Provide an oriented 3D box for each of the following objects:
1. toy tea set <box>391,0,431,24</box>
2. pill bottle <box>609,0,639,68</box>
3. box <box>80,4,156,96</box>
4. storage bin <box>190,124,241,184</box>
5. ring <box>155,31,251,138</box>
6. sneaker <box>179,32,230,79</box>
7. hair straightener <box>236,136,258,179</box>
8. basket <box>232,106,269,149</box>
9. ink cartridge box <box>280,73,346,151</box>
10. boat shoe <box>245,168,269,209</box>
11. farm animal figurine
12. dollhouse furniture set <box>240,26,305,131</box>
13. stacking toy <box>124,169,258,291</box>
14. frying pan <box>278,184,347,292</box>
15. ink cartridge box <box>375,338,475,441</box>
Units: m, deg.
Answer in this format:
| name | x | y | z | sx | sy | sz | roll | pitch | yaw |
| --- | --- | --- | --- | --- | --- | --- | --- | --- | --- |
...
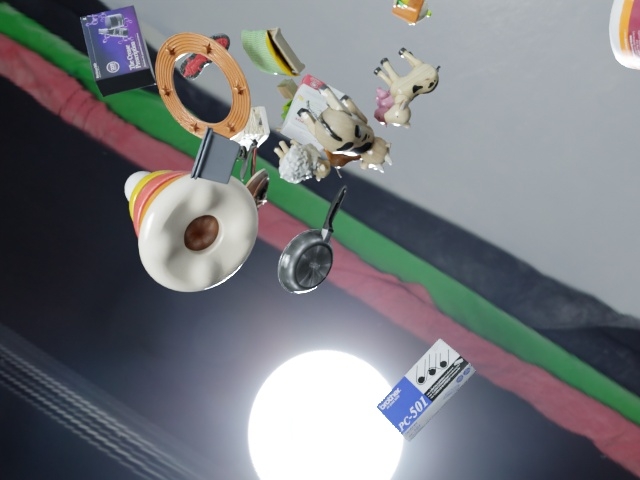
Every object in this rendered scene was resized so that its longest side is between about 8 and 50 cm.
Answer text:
| name | x | y | z | sx | sy | sz | roll | pitch | yaw |
| --- | --- | --- | --- | --- | --- | --- | --- | --- | --- |
| toy tea set | 0.307 | -0.782 | 2.037 | 0.124 | 0.200 | 0.336 | 20 | -169 | 2 |
| pill bottle | 0.779 | -0.413 | 1.247 | 0.224 | 0.224 | 0.392 | 7 | -165 | -37 |
| box | -0.669 | -0.627 | 2.192 | 0.184 | 0.103 | 0.261 | -17 | -109 | -5 |
| storage bin | -0.255 | -0.202 | 1.624 | 0.091 | 0.135 | 0.098 | 19 | -174 | -15 |
| ring | -0.352 | -0.440 | 1.940 | 0.336 | 0.336 | 0.032 | 35 | -135 | 7 |
| sneaker | -0.460 | -0.760 | 2.647 | 0.104 | 0.262 | 0.125 | 44 | -144 | -31 |
| hair straightener | -0.274 | -0.295 | 2.400 | 0.089 | 0.230 | 0.047 | -4 | -118 | -15 |
| basket | -0.268 | -0.403 | 2.390 | 0.103 | 0.167 | 0.113 | -6 | -101 | -31 |
| ink cartridge box | -0.021 | -0.351 | 1.830 | 0.127 | 0.072 | 0.175 | 26 | -117 | -14 |
| boat shoe | -0.233 | -0.099 | 2.187 | 0.095 | 0.335 | 0.112 | 42 | -141 | 5 |
| farm animal figurine | 0.099 | -0.245 | 1.437 | 0.326 | 0.330 | 0.172 | -14 | -120 | -46 |
| dollhouse furniture set | -0.138 | -0.462 | 1.957 | 0.197 | 0.151 | 0.301 | 14 | 150 | 50 |
| stacking toy | -0.433 | -0.099 | 1.927 | 0.350 | 0.351 | 0.480 | 3 | -158 | -40 |
| frying pan | 0.010 | 0.020 | 1.900 | 0.053 | 0.326 | 0.197 | 31 | 160 | 44 |
| ink cartridge box | 0.224 | 0.318 | 1.417 | 0.097 | 0.207 | 0.046 | 40 | 174 | 47 |
